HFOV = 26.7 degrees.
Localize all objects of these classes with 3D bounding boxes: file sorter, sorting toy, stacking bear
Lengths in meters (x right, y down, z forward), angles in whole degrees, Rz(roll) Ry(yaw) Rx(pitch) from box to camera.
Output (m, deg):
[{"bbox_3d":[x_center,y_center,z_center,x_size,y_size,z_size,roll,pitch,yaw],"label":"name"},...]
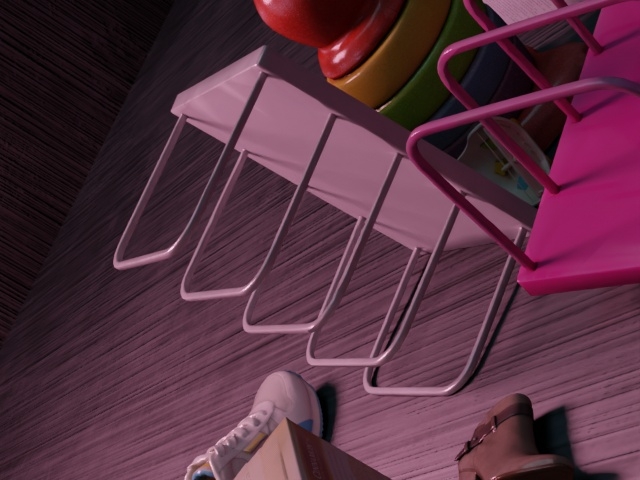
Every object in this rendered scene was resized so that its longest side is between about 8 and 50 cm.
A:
[{"bbox_3d":[0.208,-0.141,0.898,0.202,0.182,0.290,-11,48,45],"label":"file sorter"},{"bbox_3d":[0.150,-0.058,1.145,0.075,0.083,0.045,-39,0,41],"label":"sorting toy"},{"bbox_3d":[0.069,-0.177,1.186,0.164,0.289,0.175,-59,20,-5],"label":"stacking bear"},{"bbox_3d":[0.000,0.000,1.113,0.193,0.278,0.173,-12,53,64],"label":"file sorter"}]

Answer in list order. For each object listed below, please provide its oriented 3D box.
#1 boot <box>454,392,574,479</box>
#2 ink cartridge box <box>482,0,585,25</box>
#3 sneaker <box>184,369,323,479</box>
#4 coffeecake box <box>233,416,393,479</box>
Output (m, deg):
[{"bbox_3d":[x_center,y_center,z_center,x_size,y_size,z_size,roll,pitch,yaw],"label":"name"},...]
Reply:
[{"bbox_3d":[0.133,0.142,0.919,0.118,0.042,0.087,-37,25,43],"label":"boot"},{"bbox_3d":[0.295,-0.368,1.279,0.324,0.071,0.330,-61,18,-13],"label":"ink cartridge box"},{"bbox_3d":[-0.064,0.203,1.218,0.087,0.092,0.228,-41,24,42],"label":"sneaker"},{"bbox_3d":[0.042,0.207,0.818,0.068,0.185,0.142,-52,20,13],"label":"coffeecake box"}]
